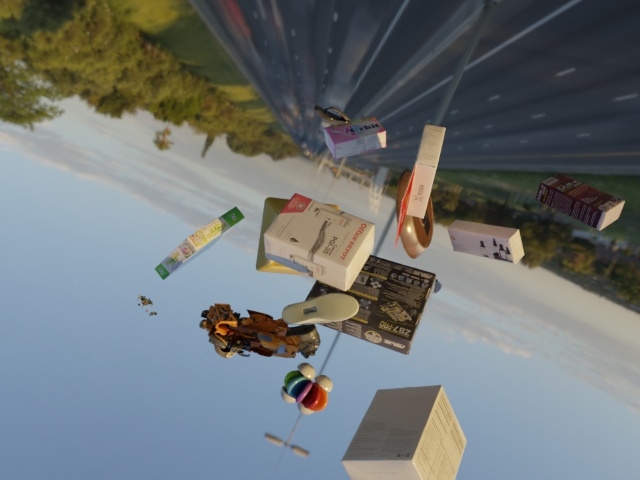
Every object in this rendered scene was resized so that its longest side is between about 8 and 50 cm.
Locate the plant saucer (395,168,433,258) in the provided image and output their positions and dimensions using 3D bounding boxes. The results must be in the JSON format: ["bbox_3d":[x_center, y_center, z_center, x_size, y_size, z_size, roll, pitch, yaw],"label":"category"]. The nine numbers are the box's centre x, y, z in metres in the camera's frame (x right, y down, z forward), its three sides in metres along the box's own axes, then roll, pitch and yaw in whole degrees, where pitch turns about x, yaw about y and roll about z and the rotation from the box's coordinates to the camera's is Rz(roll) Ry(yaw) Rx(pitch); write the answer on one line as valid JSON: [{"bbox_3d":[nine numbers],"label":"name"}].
[{"bbox_3d":[0.333,-0.092,2.068,0.050,0.311,0.310,-3,173,27],"label":"plant saucer"}]

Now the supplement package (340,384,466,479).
[{"bbox_3d":[0.220,0.532,1.522,0.199,0.198,0.263,-14,-159,34],"label":"supplement package"}]

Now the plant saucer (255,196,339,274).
[{"bbox_3d":[-0.091,0.000,2.570,0.332,0.333,0.081,6,-167,-13],"label":"plant saucer"}]

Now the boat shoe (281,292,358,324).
[{"bbox_3d":[0.005,0.197,1.713,0.227,0.079,0.081,-10,170,18],"label":"boat shoe"}]

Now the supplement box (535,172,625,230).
[{"bbox_3d":[0.857,-0.133,1.992,0.130,0.073,0.239,-24,-137,-35],"label":"supplement box"}]

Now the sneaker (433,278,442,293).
[{"bbox_3d":[0.424,0.174,2.617,0.232,0.081,0.090,17,-163,-38],"label":"sneaker"}]

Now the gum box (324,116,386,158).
[{"bbox_3d":[0.118,-0.340,1.975,0.188,0.062,0.107,-15,-137,-10],"label":"gum box"}]

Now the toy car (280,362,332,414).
[{"bbox_3d":[-0.052,0.548,2.176,0.182,0.159,0.136,37,-175,-6],"label":"toy car"}]

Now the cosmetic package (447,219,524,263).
[{"bbox_3d":[0.527,0.002,1.934,0.239,0.060,0.099,13,131,49],"label":"cosmetic package"}]

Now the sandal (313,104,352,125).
[{"bbox_3d":[0.084,-0.482,2.363,0.254,0.055,0.097,19,-156,-28],"label":"sandal"}]

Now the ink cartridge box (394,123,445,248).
[{"bbox_3d":[0.285,-0.143,1.736,0.066,0.261,0.296,14,156,9],"label":"ink cartridge box"}]

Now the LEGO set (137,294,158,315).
[{"bbox_3d":[-0.500,0.183,1.739,0.054,0.083,0.023,6,-137,15],"label":"LEGO set"}]

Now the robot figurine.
[{"bbox_3d":[-0.211,0.260,1.759,0.290,0.085,0.211,17,-163,-28],"label":"robot figurine"}]

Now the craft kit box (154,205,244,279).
[{"bbox_3d":[-0.403,0.009,2.008,0.061,0.246,0.250,54,-138,-4],"label":"craft kit box"}]

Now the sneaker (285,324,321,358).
[{"bbox_3d":[-0.097,0.381,2.222,0.227,0.130,0.087,-11,-152,26],"label":"sneaker"}]

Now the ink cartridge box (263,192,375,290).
[{"bbox_3d":[0.000,0.000,1.825,0.282,0.207,0.117,21,142,17],"label":"ink cartridge box"}]

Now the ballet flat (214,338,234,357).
[{"bbox_3d":[-0.333,0.343,2.109,0.084,0.250,0.058,-35,-128,-28],"label":"ballet flat"}]

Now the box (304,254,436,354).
[{"bbox_3d":[0.177,0.197,2.124,0.394,0.097,0.318,16,-133,16],"label":"box"}]
